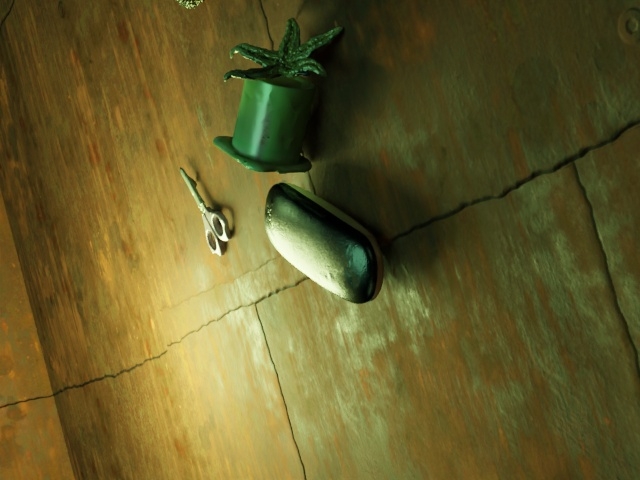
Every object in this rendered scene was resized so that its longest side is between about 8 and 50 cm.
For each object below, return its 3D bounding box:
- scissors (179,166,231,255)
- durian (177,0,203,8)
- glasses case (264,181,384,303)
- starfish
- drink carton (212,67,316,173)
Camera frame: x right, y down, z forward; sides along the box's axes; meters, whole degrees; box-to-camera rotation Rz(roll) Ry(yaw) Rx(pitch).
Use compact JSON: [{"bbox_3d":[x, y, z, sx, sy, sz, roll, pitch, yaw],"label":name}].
[{"bbox_3d":[-0.236,-0.068,2.097,0.212,0.021,0.110,60,146,26],"label":"scissors"},{"bbox_3d":[-0.240,-0.477,1.932,0.091,0.080,0.080,-41,65,36],"label":"durian"},{"bbox_3d":[0.000,0.000,1.706,0.314,0.075,0.122,34,125,48],"label":"glasses case"},{"bbox_3d":[-0.058,-0.305,1.659,0.208,0.176,0.053,-1,139,21],"label":"starfish"},{"bbox_3d":[-0.076,-0.202,1.714,0.146,0.144,0.142,34,117,44],"label":"drink carton"}]
